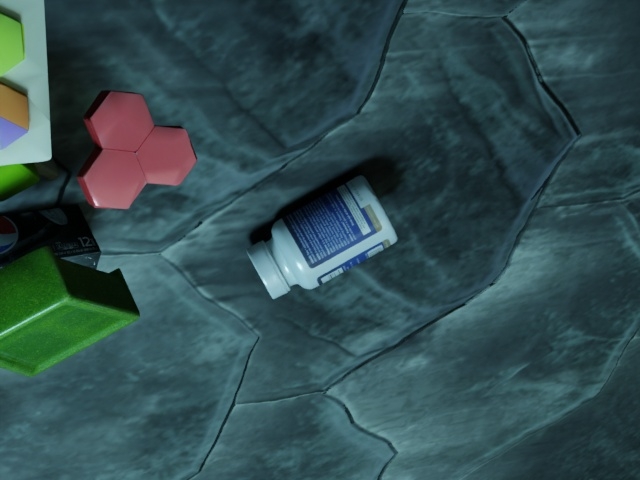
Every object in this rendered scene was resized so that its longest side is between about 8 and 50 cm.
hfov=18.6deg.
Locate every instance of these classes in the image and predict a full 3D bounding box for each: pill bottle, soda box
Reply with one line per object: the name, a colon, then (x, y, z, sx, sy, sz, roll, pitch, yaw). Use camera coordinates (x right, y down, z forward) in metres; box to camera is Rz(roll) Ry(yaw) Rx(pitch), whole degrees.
pill bottle: (0.000, 0.000, 1.673, 0.120, 0.067, 0.067, -29, 147, -1)
soda box: (-0.260, 0.020, 1.512, 0.169, 0.053, 0.060, -9, 142, -29)

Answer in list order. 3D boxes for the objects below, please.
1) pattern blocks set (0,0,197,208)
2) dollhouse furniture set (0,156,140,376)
pattern blocks set: (-0.254, -0.103, 1.218, 0.325, 0.026, 0.285, -22, 108, -18)
dollhouse furniture set: (-0.317, 0.032, 1.385, 0.301, 0.197, 0.151, -28, 169, 6)
